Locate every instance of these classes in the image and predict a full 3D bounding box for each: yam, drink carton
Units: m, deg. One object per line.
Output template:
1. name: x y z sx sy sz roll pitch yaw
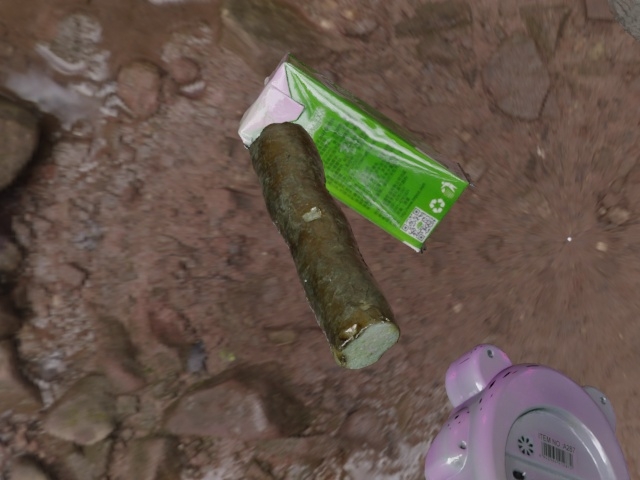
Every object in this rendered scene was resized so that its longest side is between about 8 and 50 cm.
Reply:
1. yam: 0.000 0.000 1.008 0.061 0.061 0.253 -34 43 9
2. drink carton: 0.040 -0.104 1.550 0.271 0.161 0.108 32 100 -6

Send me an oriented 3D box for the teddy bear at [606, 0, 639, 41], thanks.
1. teddy bear: 0.345 -0.261 1.054 0.267 0.236 0.151 -43 98 -9

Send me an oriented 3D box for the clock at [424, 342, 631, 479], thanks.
1. clock: 0.201 0.233 1.222 0.227 0.090 0.248 24 50 -25
